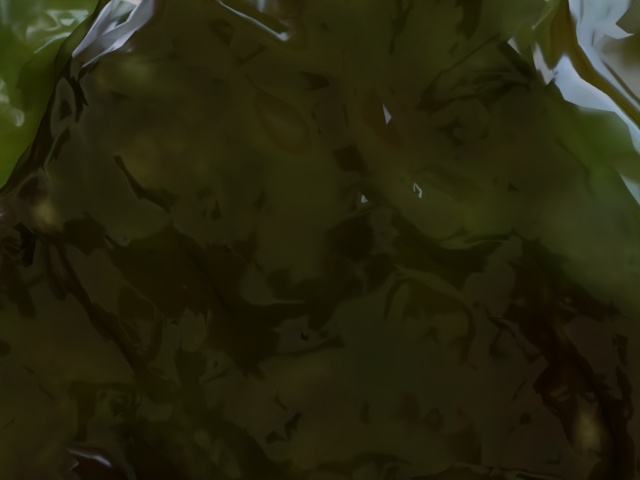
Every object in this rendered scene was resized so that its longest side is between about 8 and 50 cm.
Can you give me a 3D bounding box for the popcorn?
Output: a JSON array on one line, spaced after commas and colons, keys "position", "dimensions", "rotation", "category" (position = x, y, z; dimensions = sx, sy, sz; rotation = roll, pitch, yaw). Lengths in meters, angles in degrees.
[{"position": [0.004, -0.010, 0.521], "dimensions": [0.325, 0.290, 0.321], "rotation": [14, -89, 20], "category": "popcorn"}]
